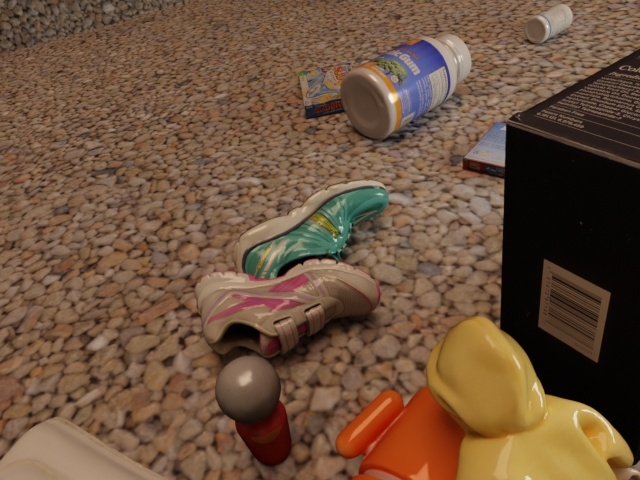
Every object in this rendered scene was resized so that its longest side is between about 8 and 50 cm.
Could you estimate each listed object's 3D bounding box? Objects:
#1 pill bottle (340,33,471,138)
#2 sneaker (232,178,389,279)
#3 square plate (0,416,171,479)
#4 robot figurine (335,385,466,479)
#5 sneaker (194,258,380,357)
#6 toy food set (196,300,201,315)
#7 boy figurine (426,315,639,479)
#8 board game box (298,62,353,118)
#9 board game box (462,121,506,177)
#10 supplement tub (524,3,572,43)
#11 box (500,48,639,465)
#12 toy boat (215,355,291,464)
[{"bbox_3d":[0.188,-0.336,1.179,0.272,0.152,0.152,-34,44,-25],"label":"pill bottle"},{"bbox_3d":[0.000,0.000,0.874,0.275,0.107,0.110,-32,62,-17],"label":"sneaker"},{"bbox_3d":[-0.237,0.310,0.393,0.344,0.049,0.347,5,49,38],"label":"square plate"},{"bbox_3d":[0.104,0.225,0.521,0.219,0.158,0.128,-42,19,-33],"label":"robot figurine"},{"bbox_3d":[-0.044,0.102,0.745,0.253,0.102,0.111,-8,49,4],"label":"sneaker"},{"bbox_3d":[-0.146,0.087,0.841,0.083,0.020,0.083,-34,44,-26],"label":"toy food set"},{"bbox_3d":[0.165,0.197,0.433,0.177,0.092,0.285,-29,86,-18],"label":"boy figurine"},{"bbox_3d":[0.023,-0.365,1.349,0.136,0.035,0.201,-11,38,1],"label":"board game box"},{"bbox_3d":[0.412,-0.142,0.980,0.282,0.027,0.145,20,50,34],"label":"board game box"},{"bbox_3d":[0.574,-0.547,1.408,0.107,0.070,0.071,-32,43,-24],"label":"supplement tub"},{"bbox_3d":[0.359,-0.009,0.573,0.313,0.343,0.179,-31,41,-22],"label":"box"},{"bbox_3d":[-0.104,0.264,0.508,0.268,0.148,0.318,3,41,18],"label":"toy boat"}]
